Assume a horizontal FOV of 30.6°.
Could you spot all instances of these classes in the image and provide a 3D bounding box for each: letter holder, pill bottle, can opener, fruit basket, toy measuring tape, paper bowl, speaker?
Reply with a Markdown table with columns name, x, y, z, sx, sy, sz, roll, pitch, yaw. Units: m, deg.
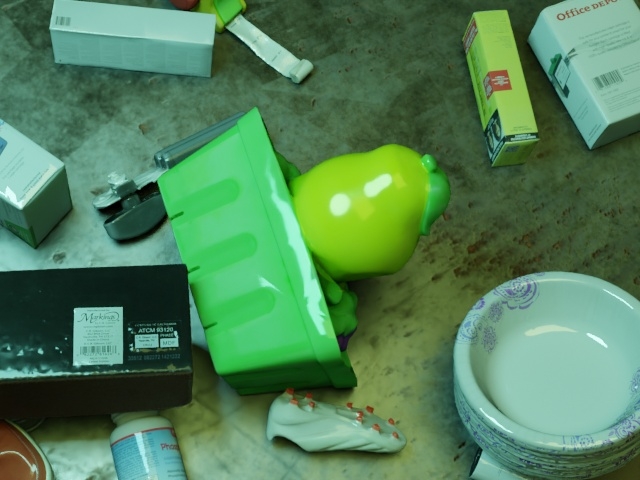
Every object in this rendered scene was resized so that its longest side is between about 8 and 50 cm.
| name | x | y | z | sx | sy | sz | roll | pitch | yaw |
| --- | --- | --- | --- | --- | --- | --- | --- | --- | --- |
| letter holder | -0.319 | 0.150 | 1.497 | 0.302 | 0.214 | 0.152 | -2 | 60 | -9 |
| pill bottle | -0.226 | 0.285 | 1.532 | 0.087 | 0.087 | 0.160 | -13 | 71 | -13 |
| can opener | -0.206 | -0.101 | 1.714 | 0.280 | 0.074 | 0.093 | -33 | 110 | -17 |
| fruit basket | 0.000 | 0.000 | 1.571 | 0.392 | 0.283 | 0.391 | -2 | 72 | 6 |
| toy measuring tape | -0.142 | -0.374 | 1.803 | 0.330 | 0.121 | 0.121 | 40 | 68 | 9 |
| paper bowl | 0.322 | 0.193 | 1.586 | 0.284 | 0.148 | 0.284 | -3 | 52 | 3 |
| speaker | 0.273 | 0.325 | 1.599 | 0.136 | 0.055 | 0.055 | 23 | 67 | 2 |

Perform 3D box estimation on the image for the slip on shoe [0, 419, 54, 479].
| name | x | y | z | sx | sy | sz | roll | pitch | yaw |
| --- | --- | --- | --- | --- | --- | --- | --- | --- | --- |
| slip on shoe | -0.489 | 0.244 | 1.495 | 0.331 | 0.101 | 0.123 | 34 | 81 | 7 |

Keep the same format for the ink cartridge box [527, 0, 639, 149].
| name | x | y | z | sx | sy | sz | roll | pitch | yaw |
| --- | --- | --- | --- | --- | --- | --- | --- | --- | --- |
| ink cartridge box | 0.453 | -0.278 | 1.853 | 0.160 | 0.092 | 0.219 | -20 | 71 | -16 |

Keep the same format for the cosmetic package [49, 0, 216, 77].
| name | x | y | z | sx | sy | sz | roll | pitch | yaw |
| --- | --- | --- | --- | --- | --- | --- | --- | --- | --- |
| cosmetic package | -0.280 | -0.305 | 1.764 | 0.239 | 0.099 | 0.060 | 5 | 65 | -6 |

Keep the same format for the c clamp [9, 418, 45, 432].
| name | x | y | z | sx | sy | sz | roll | pitch | yaw |
| --- | --- | --- | --- | --- | --- | --- | --- | --- | --- |
| c clamp | -0.450 | 0.207 | 1.569 | 0.161 | 0.022 | 0.137 | -9 | 69 | -11 |

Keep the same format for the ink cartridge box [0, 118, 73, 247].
| name | x | y | z | sx | sy | sz | roll | pitch | yaw |
| --- | --- | --- | --- | --- | --- | --- | --- | --- | --- |
| ink cartridge box | -0.459 | -0.104 | 1.625 | 0.212 | 0.154 | 0.093 | 36 | 69 | 7 |

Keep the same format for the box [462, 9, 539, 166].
| name | x | y | z | sx | sy | sz | roll | pitch | yaw |
| --- | --- | --- | --- | --- | --- | --- | --- | --- | --- |
| box | 0.278 | -0.237 | 1.817 | 0.058 | 0.087 | 0.232 | -5 | 69 | -10 |

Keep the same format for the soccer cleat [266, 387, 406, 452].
| name | x | y | z | sx | sy | sz | roll | pitch | yaw |
| --- | --- | --- | --- | --- | --- | --- | --- | --- | --- |
| soccer cleat | 0.020 | 0.260 | 1.595 | 0.196 | 0.068 | 0.076 | 18 | 109 | -13 |

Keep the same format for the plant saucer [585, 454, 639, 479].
| name | x | y | z | sx | sy | sz | roll | pitch | yaw |
| --- | --- | --- | --- | --- | --- | --- | --- | --- | --- |
| plant saucer | 0.411 | 0.291 | 1.639 | 0.169 | 0.029 | 0.168 | 4 | 61 | -7 |
